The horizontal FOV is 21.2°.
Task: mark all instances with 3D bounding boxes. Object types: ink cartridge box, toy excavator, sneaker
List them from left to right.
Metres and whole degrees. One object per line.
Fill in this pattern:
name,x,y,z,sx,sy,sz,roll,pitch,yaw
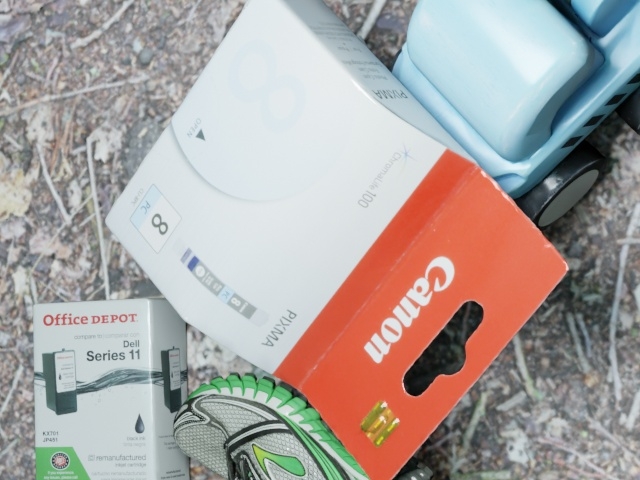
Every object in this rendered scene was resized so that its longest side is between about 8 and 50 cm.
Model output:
ink cartridge box,-0.228,0.166,1.856,0.153,0.087,0.208,-4,85,22
sneaker,-0.031,0.243,1.697,0.344,0.134,0.146,22,56,40
ink cartridge box,0.000,0.000,1.590,0.385,0.091,0.308,49,119,23
toy excavator,0.214,-0.226,1.497,0.433,0.445,0.222,-45,73,13

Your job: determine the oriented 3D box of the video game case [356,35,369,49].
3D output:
video game case,-0.012,-0.080,1.751,0.227,0.026,0.206,-27,69,-6
